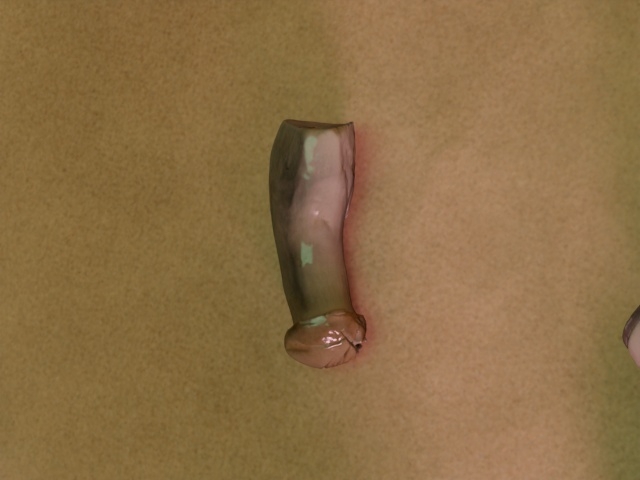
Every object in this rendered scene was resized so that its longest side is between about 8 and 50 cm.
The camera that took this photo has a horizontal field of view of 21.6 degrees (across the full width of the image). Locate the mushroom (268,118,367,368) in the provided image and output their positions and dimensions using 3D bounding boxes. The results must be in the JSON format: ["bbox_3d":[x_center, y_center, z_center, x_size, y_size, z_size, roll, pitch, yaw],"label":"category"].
[{"bbox_3d":[-0.003,0.001,1.480,0.092,0.081,0.223,-6,82,46],"label":"mushroom"}]

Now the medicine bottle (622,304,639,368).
[{"bbox_3d":[0.340,0.144,1.242,0.143,0.143,0.258,-40,60,16],"label":"medicine bottle"}]
